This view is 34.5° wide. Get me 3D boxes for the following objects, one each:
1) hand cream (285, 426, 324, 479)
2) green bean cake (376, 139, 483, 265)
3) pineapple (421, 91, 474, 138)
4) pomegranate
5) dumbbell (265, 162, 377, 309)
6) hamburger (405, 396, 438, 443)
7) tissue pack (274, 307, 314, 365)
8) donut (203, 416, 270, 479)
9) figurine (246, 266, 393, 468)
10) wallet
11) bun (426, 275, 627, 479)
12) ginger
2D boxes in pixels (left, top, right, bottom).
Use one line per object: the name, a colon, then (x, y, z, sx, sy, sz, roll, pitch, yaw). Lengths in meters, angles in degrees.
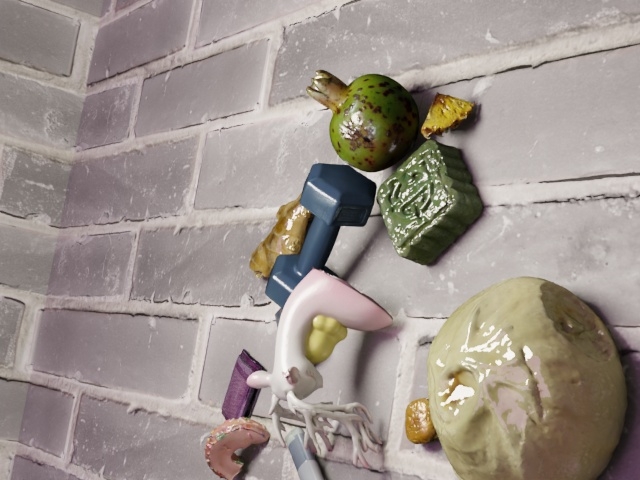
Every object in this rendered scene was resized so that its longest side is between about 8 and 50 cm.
hand cream: (-0.012, 0.483, 2.050, 0.048, 0.079, 0.255, -27, 45, -2)
green bean cake: (0.200, -0.074, 1.934, 0.185, 0.094, 0.183, -44, 44, 31)
pineapple: (0.226, -0.234, 1.956, 0.077, 0.114, 0.114, 56, 168, 3)
pomegranate: (0.082, -0.248, 2.035, 0.202, 0.247, 0.202, -56, 13, 20)
dumbbell: (0.000, 0.000, 2.076, 0.156, 0.143, 0.316, -75, 6, -57)
hamburger: (0.183, 0.323, 1.846, 0.076, 0.044, 0.083, -33, 55, 46)
tissue pack: (-0.041, 0.195, 2.207, 0.112, 0.051, 0.156, -47, 44, 37)
donut: (-0.201, 0.451, 2.284, 0.166, 0.117, 0.065, -51, 22, 17)
figurine: (0.017, 0.259, 1.971, 0.316, 0.284, 0.206, -54, 22, -12)
wallet: (-0.183, 0.345, 2.372, 0.111, 0.030, 0.166, 31, 104, 54)
bun: (0.285, 0.230, 1.597, 0.364, 0.202, 0.365, -27, 57, 51)
ginger: (-0.063, -0.024, 2.302, 0.334, 0.081, 0.148, -57, 23, 24)
